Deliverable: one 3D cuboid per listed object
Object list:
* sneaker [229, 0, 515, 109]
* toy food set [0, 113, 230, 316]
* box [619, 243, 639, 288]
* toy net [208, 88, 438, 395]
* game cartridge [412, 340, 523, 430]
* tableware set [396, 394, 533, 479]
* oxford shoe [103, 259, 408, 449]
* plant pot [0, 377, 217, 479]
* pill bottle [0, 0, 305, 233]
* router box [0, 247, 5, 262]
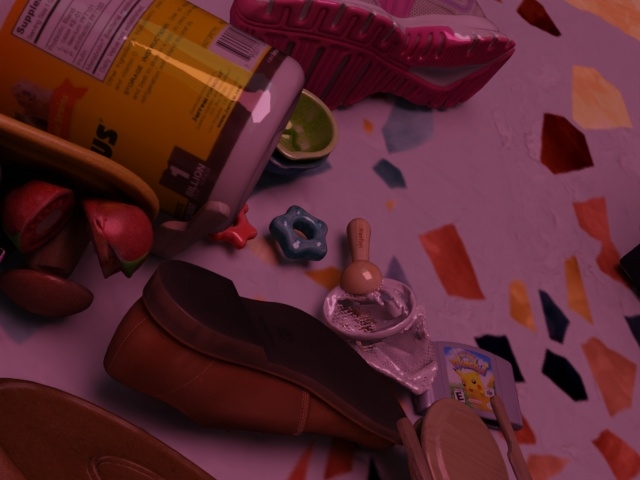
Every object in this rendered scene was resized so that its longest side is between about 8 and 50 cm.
[{"bbox_3d":[0.029,-0.169,0.862,0.252,0.103,0.111,0,55,-43],"label":"sneaker"},{"bbox_3d":[-0.159,-0.007,0.594,0.218,0.128,0.071,21,69,-27],"label":"toy food set"},{"bbox_3d":[0.451,0.036,0.857,0.183,0.296,0.294,-23,74,-44],"label":"box"},{"bbox_3d":[0.000,0.000,0.734,0.122,0.045,0.232,-19,66,-43],"label":"toy net"},{"bbox_3d":[0.098,0.097,0.763,0.083,0.017,0.056,14,48,-27],"label":"game cartridge"},{"bbox_3d":[0.096,0.190,0.669,0.128,0.039,0.194,0,66,-54],"label":"tableware set"},{"bbox_3d":[-0.031,0.082,0.652,0.212,0.076,0.076,29,22,-35],"label":"oxford shoe"},{"bbox_3d":[-0.077,0.127,0.495,0.236,0.032,0.236,34,1,-1],"label":"plant pot"},{"bbox_3d":[-0.126,-0.100,0.667,0.215,0.117,0.117,28,46,-1],"label":"pill bottle"},{"bbox_3d":[-0.247,0.011,0.501,0.179,0.133,0.046,29,46,-15],"label":"router box"}]
